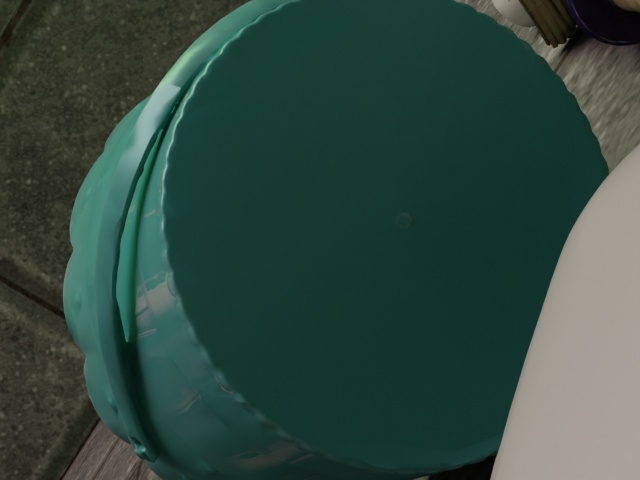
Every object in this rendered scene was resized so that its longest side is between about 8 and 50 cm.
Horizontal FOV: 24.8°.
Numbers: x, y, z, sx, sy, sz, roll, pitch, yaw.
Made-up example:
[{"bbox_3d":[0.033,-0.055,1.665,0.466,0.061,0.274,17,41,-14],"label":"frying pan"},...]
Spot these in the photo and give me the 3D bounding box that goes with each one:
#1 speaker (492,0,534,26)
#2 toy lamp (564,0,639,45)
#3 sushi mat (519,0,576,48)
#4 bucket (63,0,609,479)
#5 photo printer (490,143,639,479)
[{"bbox_3d":[0.196,-0.236,1.197,0.136,0.055,0.055,-47,14,49],"label":"speaker"},{"bbox_3d":[0.195,-0.145,0.827,0.080,0.080,0.274,-57,10,6],"label":"toy lamp"},{"bbox_3d":[0.168,-0.236,0.978,0.151,0.019,0.316,-60,-22,2],"label":"sushi mat"},{"bbox_3d":[0.008,0.005,0.770,0.281,0.281,0.183,-61,12,-20],"label":"bucket"},{"bbox_3d":[0.164,0.012,0.363,0.307,0.107,0.256,-48,13,49],"label":"photo printer"}]
